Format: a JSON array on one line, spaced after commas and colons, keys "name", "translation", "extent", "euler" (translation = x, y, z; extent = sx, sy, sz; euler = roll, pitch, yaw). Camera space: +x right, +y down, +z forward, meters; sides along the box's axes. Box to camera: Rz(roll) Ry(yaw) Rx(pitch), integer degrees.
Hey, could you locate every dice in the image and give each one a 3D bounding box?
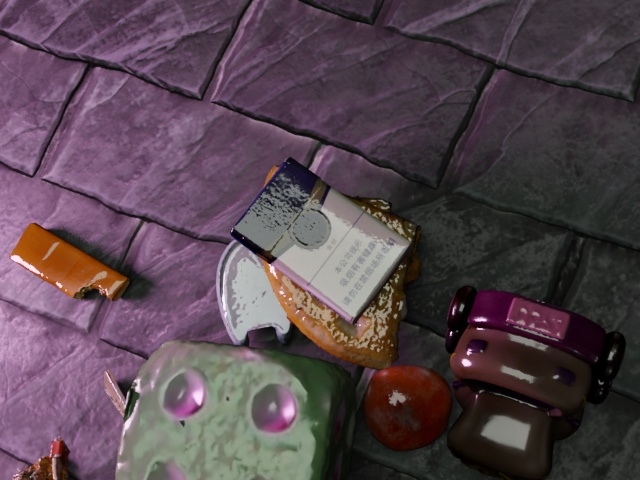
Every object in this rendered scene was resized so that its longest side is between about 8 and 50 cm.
[{"name": "dice", "translation": [-0.124, 0.332, 1.657], "extent": [0.322, 0.318, 0.330], "euler": [6, 76, 10]}]

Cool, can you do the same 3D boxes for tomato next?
[{"name": "tomato", "translation": [0.145, 0.287, 1.727], "extent": [0.156, 0.069, 0.155], "euler": [0, 102, 0]}]

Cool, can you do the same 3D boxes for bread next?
[{"name": "bread", "translation": [-0.465, 0.054, 1.934], "extent": [0.226, 0.049, 0.088], "euler": [30, 81, 15]}]

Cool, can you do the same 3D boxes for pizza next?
[{"name": "pizza", "translation": [0.039, 0.032, 1.803], "extent": [0.278, 0.114, 0.408], "euler": [-34, 82, -10]}]

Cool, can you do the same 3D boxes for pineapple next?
[{"name": "pineapple", "translation": [-0.500, 0.421, 1.816], "extent": [0.077, 0.114, 0.114], "euler": [1, 69, 29]}]

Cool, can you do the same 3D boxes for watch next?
[{"name": "watch", "translation": [-0.382, 0.364, 1.781], "extent": [0.165, 0.102, 0.268], "euler": [-23, 55, -16]}]

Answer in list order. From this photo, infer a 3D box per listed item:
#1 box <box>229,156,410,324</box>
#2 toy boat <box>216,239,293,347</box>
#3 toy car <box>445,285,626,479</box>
[{"name": "box", "translation": [0.000, 0.000, 1.724], "extent": [0.259, 0.071, 0.168], "euler": [35, 81, 9]}, {"name": "toy boat", "translation": [-0.117, 0.092, 1.860], "extent": [0.134, 0.079, 0.207], "euler": [-12, 82, -1]}, {"name": "toy car", "translation": [0.301, 0.231, 1.602], "extent": [0.271, 0.340, 0.240], "euler": [18, 70, 15]}]
